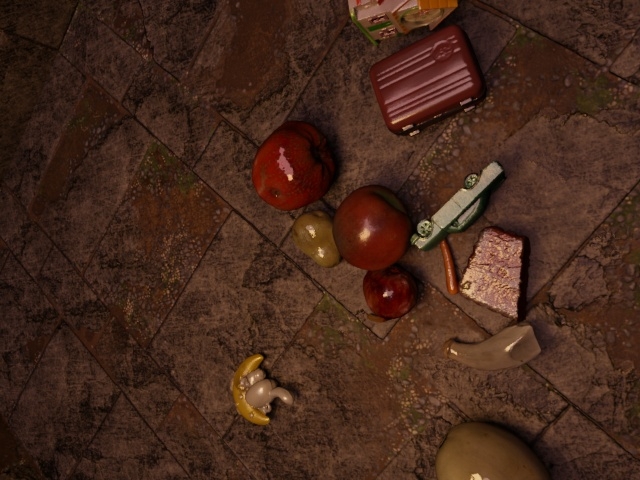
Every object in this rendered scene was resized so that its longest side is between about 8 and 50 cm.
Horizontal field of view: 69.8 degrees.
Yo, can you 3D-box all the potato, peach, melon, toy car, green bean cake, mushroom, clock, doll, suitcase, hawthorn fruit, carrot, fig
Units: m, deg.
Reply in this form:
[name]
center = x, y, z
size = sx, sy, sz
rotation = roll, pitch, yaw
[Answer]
[potato]
center = 0.000, 0.000, 1.508
size = 0.157, 0.157, 0.194
rotation = -35, 79, 22
[peach]
center = 0.151, -0.036, 1.378
size = 0.252, 0.252, 0.252
rotation = 1, 92, 26
[melon]
center = 0.458, 0.645, 1.239
size = 0.330, 0.268, 0.268
rotation = 40, 107, 28
[toy car]
center = 0.397, -0.085, 1.304
size = 0.320, 0.141, 0.097
rotation = -46, 70, 15
[green bean cake]
center = 0.511, 0.086, 1.290
size = 0.198, 0.097, 0.232
rotation = 20, 100, 25
[mushroom]
center = 0.486, 0.316, 1.310
size = 0.270, 0.103, 0.118
rotation = -23, 82, 30
[clock]
center = 0.260, -0.697, 1.314
size = 0.309, 0.235, 0.166
rotation = -7, 89, 25
[doll]
center = -0.224, 0.542, 1.654
size = 0.252, 0.111, 0.237
rotation = -46, 57, 21
[suitcase]
center = 0.310, -0.457, 1.336
size = 0.297, 0.161, 0.236
rotation = -20, 83, 26
[hawthorn fruit]
center = -0.094, -0.226, 1.490
size = 0.299, 0.275, 0.275
rotation = -46, 73, 31
[carrot]
center = 0.388, 0.070, 1.387
size = 0.037, 0.037, 0.190
rotation = -12, 83, 26
[fig]
center = 0.212, 0.184, 1.414
size = 0.175, 0.175, 0.207
rotation = 12, 111, 25
